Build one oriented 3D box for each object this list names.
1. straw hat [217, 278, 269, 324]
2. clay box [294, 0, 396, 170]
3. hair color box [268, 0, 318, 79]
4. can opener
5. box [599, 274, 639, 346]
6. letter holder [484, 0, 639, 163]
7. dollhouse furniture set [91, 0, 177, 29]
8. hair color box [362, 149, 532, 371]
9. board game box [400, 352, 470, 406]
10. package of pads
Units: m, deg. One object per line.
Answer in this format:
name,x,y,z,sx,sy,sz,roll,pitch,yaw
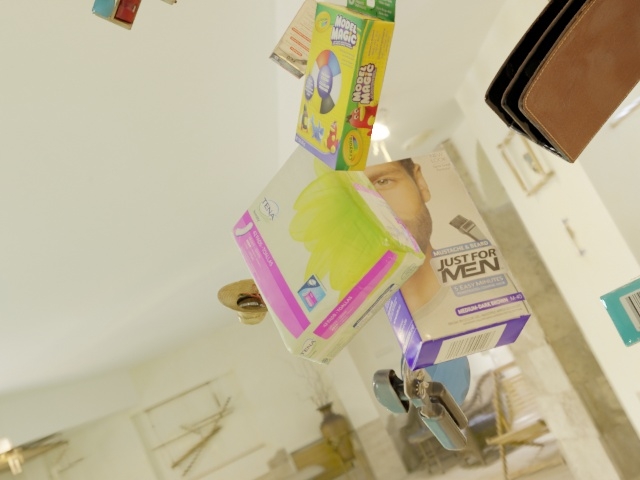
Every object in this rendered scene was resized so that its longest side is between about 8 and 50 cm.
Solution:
straw hat,-0.137,0.136,1.448,0.144,0.144,0.061,-17,-57,-40
clay box,0.029,-0.215,0.932,0.053,0.127,0.222,-3,-64,-28
hair color box,-0.039,-0.478,1.701,0.167,0.093,0.053,-59,13,-12
can opener,0.172,0.281,1.234,0.095,0.076,0.283,-8,-38,24
box,0.403,0.053,0.813,0.100,0.060,0.244,-33,-14,32
letter holder,0.399,-0.315,1.134,0.214,0.152,0.302,29,-79,-44
dollhouse furniture set,-0.319,-0.439,1.266,0.129,0.129,0.184,21,-54,-19
hair color box,0.177,0.022,1.173,0.185,0.339,0.110,-13,-34,-13
board game box,0.219,0.260,1.417,0.033,0.168,0.133,-29,31,58
package of pads,0.000,0.000,1.078,0.101,0.296,0.229,26,-68,-42
